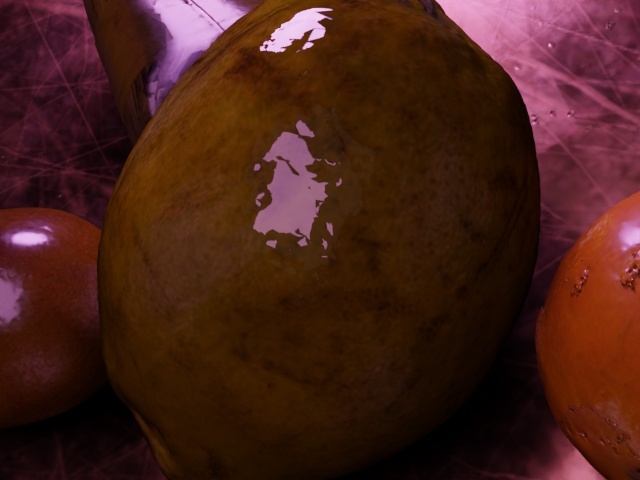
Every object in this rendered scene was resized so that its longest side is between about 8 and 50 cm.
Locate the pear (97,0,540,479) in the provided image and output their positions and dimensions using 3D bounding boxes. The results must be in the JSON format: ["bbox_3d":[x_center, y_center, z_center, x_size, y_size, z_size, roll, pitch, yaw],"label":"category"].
[{"bbox_3d":[0.000,0.000,0.983,0.352,0.352,0.413,34,103,29],"label":"pear"}]

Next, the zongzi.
[{"bbox_3d":[-0.060,-0.201,1.224,0.300,0.145,0.274,-19,56,-7],"label":"zongzi"}]

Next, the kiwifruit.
[{"bbox_3d":[-0.274,0.067,1.142,0.234,0.196,0.196,-18,63,16],"label":"kiwifruit"}]

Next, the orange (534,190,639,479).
[{"bbox_3d":[0.274,0.075,0.896,0.246,0.246,0.246,-8,66,18],"label":"orange"}]
